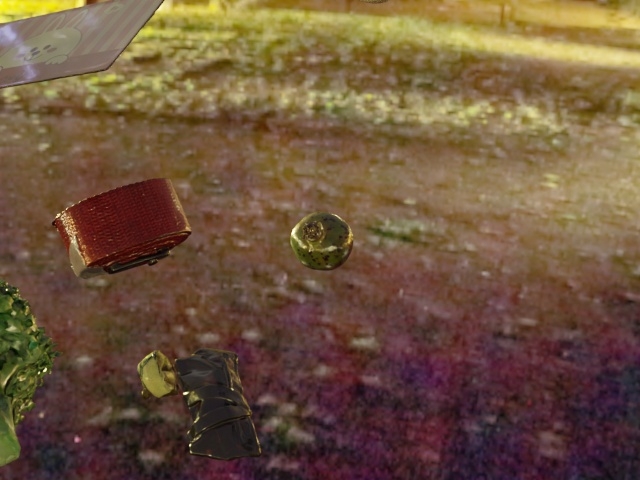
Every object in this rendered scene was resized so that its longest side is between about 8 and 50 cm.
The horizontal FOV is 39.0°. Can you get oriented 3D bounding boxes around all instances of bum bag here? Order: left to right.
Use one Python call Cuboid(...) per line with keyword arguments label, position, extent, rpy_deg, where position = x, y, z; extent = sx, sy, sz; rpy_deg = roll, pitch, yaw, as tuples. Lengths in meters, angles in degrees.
Cuboid(label="bum bag", position=(-0.085, 0.131, 0.733), extent=(0.057, 0.034, 0.124), rpy_deg=(-4, 34, -17))

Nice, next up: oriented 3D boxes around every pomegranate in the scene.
Cuboid(label="pomegranate", position=(0.002, 0.004, 1.784), extent=(0.130, 0.130, 0.130), rpy_deg=(4, 18, -1))

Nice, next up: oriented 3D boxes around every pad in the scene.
Cuboid(label="pad", position=(-0.348, -0.247, 1.139), extent=(0.299, 0.005, 0.202), rpy_deg=(-4, 40, 24))

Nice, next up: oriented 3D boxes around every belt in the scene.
Cuboid(label="belt", position=(-0.304, -0.012, 1.418), extent=(0.200, 0.124, 0.128), rpy_deg=(-20, -9, -30))

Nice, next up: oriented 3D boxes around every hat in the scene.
Cuboid(label="hat", position=(-0.289, 0.238, 1.582), extent=(0.059, 0.076, 0.077), rpy_deg=(-21, 58, 4))

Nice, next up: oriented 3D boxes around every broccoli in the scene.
Cuboid(label="broccoli", position=(-0.319, 0.137, 0.795), extent=(0.219, 0.194, 0.194), rpy_deg=(-4, 20, -34))

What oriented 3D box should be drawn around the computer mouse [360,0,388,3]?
Cuboid(label="computer mouse", position=(0.012, -0.410, 1.239), extent=(0.236, 0.082, 0.145), rpy_deg=(24, -20, 17))
